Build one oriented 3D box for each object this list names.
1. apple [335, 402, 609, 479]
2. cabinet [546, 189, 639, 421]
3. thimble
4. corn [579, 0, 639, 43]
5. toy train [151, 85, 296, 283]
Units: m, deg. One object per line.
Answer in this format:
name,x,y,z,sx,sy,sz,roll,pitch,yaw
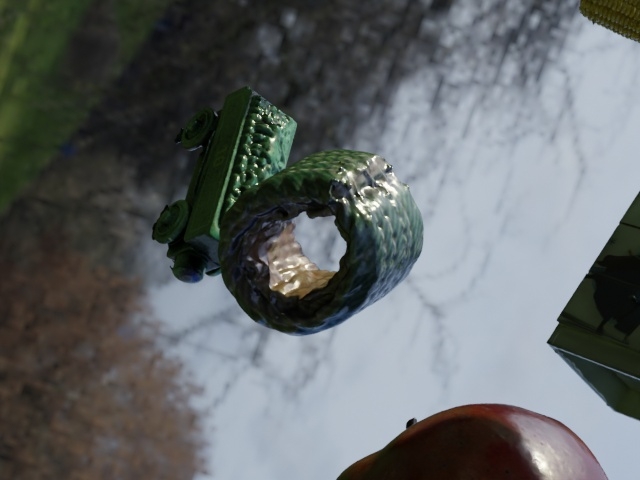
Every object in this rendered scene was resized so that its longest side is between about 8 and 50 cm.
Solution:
apple,0.108,0.220,1.218,0.234,0.234,0.234,-162,-90,-84
cabinet,0.347,0.064,1.720,0.145,0.150,0.206,20,-109,50
thimble,-0.001,0.002,1.296,0.135,0.118,0.090,-23,-173,35
corn,0.336,-0.222,1.773,0.085,0.165,0.063,-68,162,-1
toy train,-0.072,-0.046,1.434,0.099,0.070,0.172,-21,-135,44
